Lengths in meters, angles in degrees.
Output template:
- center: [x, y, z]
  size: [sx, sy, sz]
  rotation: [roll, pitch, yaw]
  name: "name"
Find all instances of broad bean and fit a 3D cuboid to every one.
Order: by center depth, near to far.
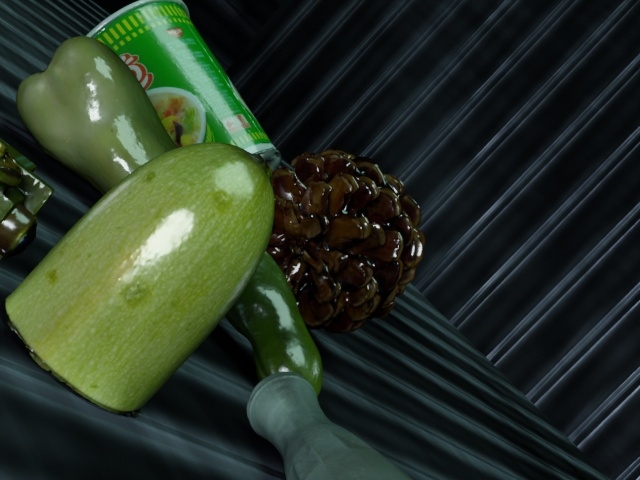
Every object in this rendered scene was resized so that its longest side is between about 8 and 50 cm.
- center: [-0.058, 0.034, 1.123]
  size: [0.098, 0.056, 0.318]
  rotation: [17, 37, -29]
  name: "broad bean"
- center: [-0.202, -0.084, 1.232]
  size: [0.263, 0.121, 0.189]
  rotation: [54, 1, -10]
  name: "broad bean"

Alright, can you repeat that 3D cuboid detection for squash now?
- center: [-0.101, 0.014, 0.777]
  size: [0.123, 0.187, 0.123]
  rotation: [45, 1, -1]
  name: "squash"

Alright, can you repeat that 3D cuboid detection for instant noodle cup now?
- center: [-0.177, -0.141, 1.431]
  size: [0.233, 0.207, 0.207]
  rotation: [51, 9, 13]
  name: "instant noodle cup"

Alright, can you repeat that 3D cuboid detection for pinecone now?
- center: [0.000, 0.000, 1.340]
  size: [0.221, 0.221, 0.221]
  rotation: [40, 7, -5]
  name: "pinecone"

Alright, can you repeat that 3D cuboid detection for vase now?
- center: [0.006, 0.163, 0.841]
  size: [0.086, 0.086, 0.214]
  rotation: [37, 3, -29]
  name: "vase"

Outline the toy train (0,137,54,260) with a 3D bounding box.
- center: [-0.273, -0.070, 0.756]
  size: [0.225, 0.090, 0.137]
  rotation: [39, 3, -9]
  name: "toy train"
